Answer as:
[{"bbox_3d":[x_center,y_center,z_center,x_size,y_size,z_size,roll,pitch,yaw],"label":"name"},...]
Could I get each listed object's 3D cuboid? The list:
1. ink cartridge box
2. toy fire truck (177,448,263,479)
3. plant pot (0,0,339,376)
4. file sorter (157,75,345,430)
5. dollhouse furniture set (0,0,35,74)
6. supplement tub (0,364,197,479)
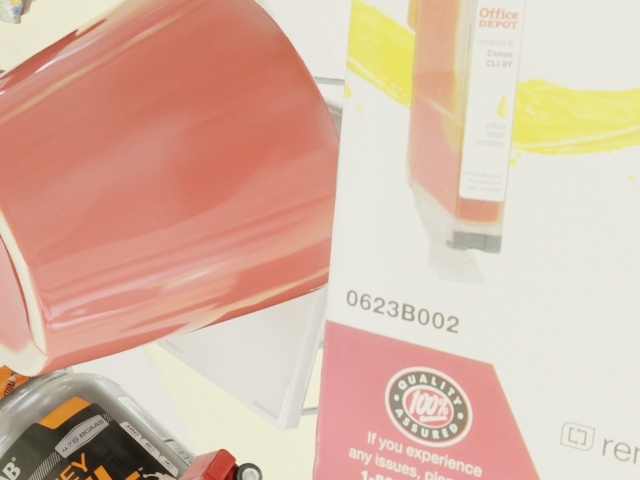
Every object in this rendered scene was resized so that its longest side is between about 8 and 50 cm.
[{"bbox_3d":[0.160,-0.049,0.637,0.160,0.279,0.384,-18,-64,-57],"label":"ink cartridge box"},{"bbox_3d":[-0.074,0.215,0.935,0.192,0.047,0.135,43,-120,-13],"label":"toy fire truck"},{"bbox_3d":[-0.154,-0.037,1.058,0.243,0.275,0.275,-28,-101,-28],"label":"plant pot"},{"bbox_3d":[0.000,0.000,1.282,0.173,0.277,0.193,1,-161,-42],"label":"file sorter"},{"bbox_3d":[-0.448,-0.108,1.167,0.394,0.362,0.256,13,-156,11],"label":"dollhouse furniture set"},{"bbox_3d":[-0.197,0.257,1.324,0.316,0.193,0.193,39,-141,19],"label":"supplement tub"}]
